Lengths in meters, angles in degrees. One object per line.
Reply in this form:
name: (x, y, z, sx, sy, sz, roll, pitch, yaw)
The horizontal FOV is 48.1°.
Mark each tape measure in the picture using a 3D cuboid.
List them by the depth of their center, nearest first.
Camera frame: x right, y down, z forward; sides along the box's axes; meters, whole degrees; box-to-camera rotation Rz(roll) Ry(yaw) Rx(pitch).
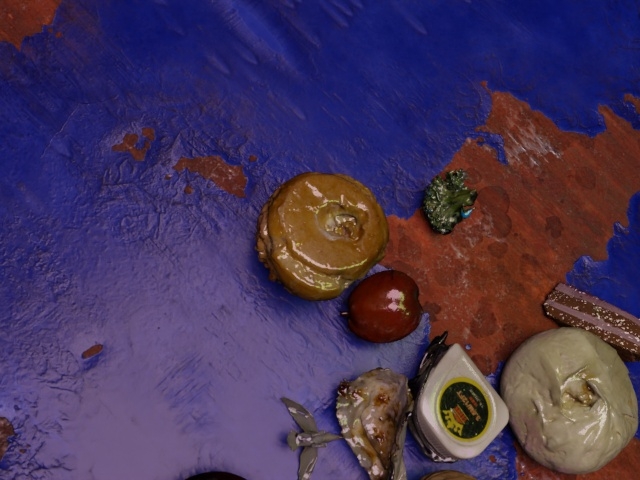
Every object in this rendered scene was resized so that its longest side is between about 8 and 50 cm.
tape measure: (0.299, 0.397, 1.755, 0.231, 0.133, 0.271, -35, 89, -27)

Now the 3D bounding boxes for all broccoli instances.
broccoli: (0.349, -0.104, 1.891, 0.167, 0.160, 0.155, -37, 112, -28)

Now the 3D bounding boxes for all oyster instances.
oyster: (0.153, 0.470, 1.680, 0.133, 0.197, 0.337, 18, 57, -51)

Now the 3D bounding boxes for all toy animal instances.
toy animal: (-0.007, 0.476, 1.694, 0.155, 0.095, 0.219, -3, 76, -7)

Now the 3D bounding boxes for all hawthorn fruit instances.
hawthorn fruit: (0.147, 0.165, 1.771, 0.202, 0.185, 0.185, -11, 77, 3)

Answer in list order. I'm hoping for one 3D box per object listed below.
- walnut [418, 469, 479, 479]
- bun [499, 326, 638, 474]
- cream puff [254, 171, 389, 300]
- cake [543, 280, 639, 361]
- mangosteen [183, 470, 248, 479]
walnut: (0.307, 0.634, 1.663, 0.213, 0.213, 0.214, 3, 74, -10)
bun: (0.631, 0.395, 1.778, 0.360, 0.213, 0.362, 2, 75, -8)
cream puff: (0.000, 0.000, 1.753, 0.326, 0.231, 0.343, 15, 66, -12)
cake: (0.740, 0.224, 1.924, 0.295, 0.113, 0.116, 31, 65, 11)
mangosteen: (-0.212, 0.656, 1.535, 0.305, 0.359, 0.306, -9, 67, 22)
